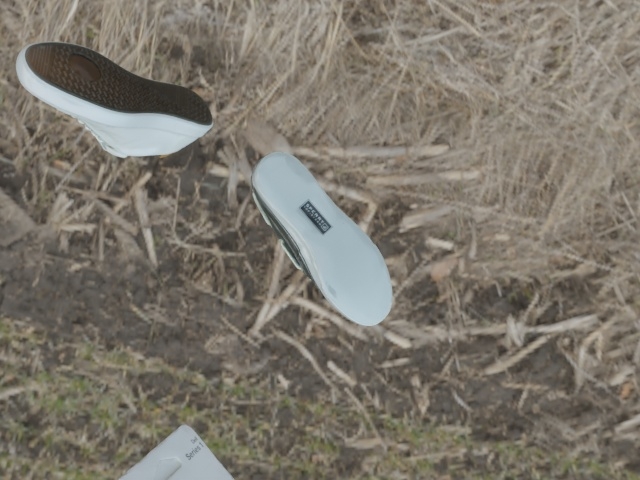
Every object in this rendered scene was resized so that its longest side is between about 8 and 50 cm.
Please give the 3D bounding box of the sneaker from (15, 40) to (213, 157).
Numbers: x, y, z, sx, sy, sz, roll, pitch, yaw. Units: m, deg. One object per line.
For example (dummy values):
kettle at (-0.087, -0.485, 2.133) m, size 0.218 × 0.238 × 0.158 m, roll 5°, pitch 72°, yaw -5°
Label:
sneaker at (-0.275, -0.158, 1.122) m, size 0.123 × 0.106 × 0.290 m, roll -35°, pitch 151°, yaw 28°

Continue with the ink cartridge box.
ink cartridge box at (-0.194, 0.289, 0.805) m, size 0.219 × 0.160 × 0.092 m, roll -43°, pitch 87°, yaw 19°

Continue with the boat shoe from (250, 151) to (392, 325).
boat shoe at (0.000, 0.000, 0.973) m, size 0.078 × 0.070 × 0.219 m, roll -34°, pitch 89°, yaw -18°
